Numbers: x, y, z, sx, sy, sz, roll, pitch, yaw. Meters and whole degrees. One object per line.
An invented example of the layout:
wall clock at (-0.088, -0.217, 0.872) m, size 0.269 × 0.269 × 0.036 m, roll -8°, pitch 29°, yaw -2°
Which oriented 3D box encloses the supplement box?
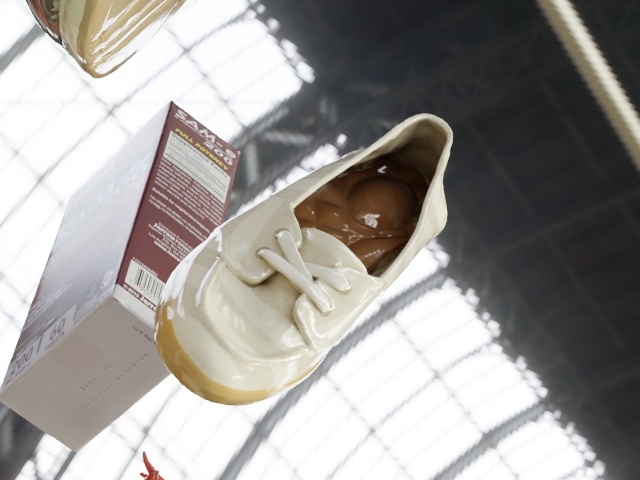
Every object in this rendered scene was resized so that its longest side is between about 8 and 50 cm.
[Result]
supplement box at (-0.137, 0.019, 1.148) m, size 0.073 × 0.239 × 0.130 m, roll 39°, pitch -60°, yaw -20°

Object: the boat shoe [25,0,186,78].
boat shoe at (-0.084, -0.142, 0.563) m, size 0.092 × 0.103 × 0.285 m, roll 38°, pitch -10°, yaw 5°

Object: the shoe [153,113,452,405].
shoe at (0.000, 0.000, 0.735) m, size 0.076 × 0.219 × 0.058 m, roll 40°, pitch -53°, yaw 7°

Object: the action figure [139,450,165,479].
action figure at (-0.084, 0.249, 1.026) m, size 0.280 × 0.091 × 0.139 m, roll 46°, pitch -11°, yaw 47°
